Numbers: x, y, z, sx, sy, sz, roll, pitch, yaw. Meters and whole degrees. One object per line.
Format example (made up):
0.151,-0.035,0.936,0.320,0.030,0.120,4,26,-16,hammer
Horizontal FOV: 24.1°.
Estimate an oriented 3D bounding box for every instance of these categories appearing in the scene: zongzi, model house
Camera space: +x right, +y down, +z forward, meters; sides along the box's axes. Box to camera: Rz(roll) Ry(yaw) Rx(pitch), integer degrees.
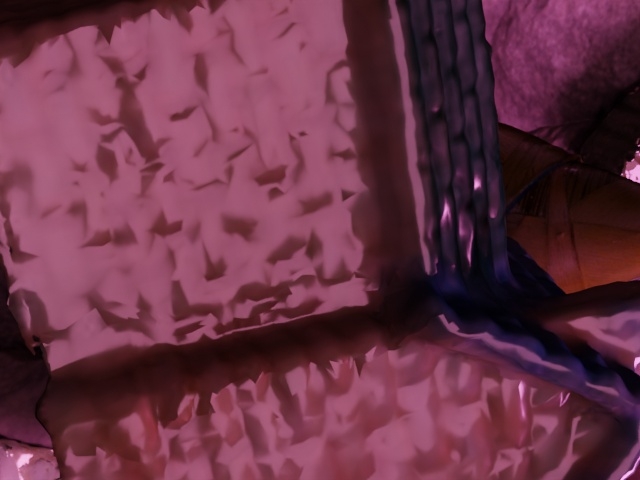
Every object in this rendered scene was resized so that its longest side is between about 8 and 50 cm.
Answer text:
0.185,0.055,1.226,0.123,0.289,0.260,3,111,-53,zongzi
0.000,0.000,1.014,0.400,0.395,0.445,-13,107,-2,model house

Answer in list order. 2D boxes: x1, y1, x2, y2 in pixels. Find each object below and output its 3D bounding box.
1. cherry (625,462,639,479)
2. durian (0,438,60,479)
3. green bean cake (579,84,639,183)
0.324,0.315,1.440,0.261,0.221,0.308,-4,94,-18,cherry
-0.185,0.243,1.234,0.252,0.144,0.139,10,84,-23,durian
0.340,-0.070,1.359,0.173,0.094,0.181,-45,121,-4,green bean cake
